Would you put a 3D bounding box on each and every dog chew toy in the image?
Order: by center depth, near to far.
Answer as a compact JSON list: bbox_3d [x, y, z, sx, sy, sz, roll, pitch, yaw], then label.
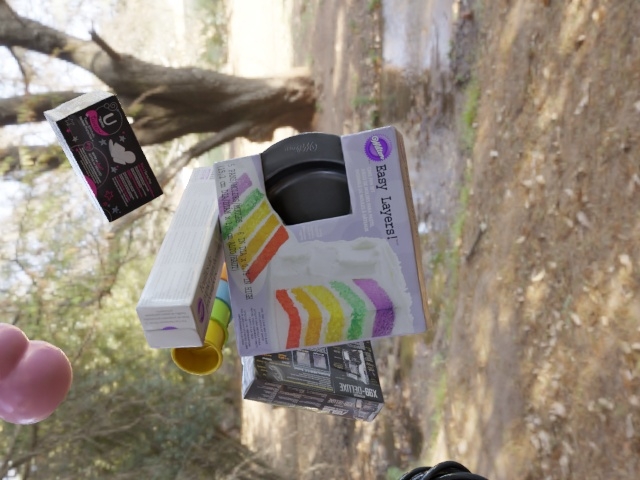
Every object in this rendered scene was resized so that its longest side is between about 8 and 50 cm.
[{"bbox_3d":[-0.772,0.295,1.587,0.332,0.206,0.207,43,-171,-21],"label":"dog chew toy"}]

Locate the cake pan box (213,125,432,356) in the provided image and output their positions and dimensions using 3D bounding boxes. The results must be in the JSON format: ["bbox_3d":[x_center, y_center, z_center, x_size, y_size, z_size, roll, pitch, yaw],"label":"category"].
[{"bbox_3d":[0.000,0.000,0.831,0.070,0.245,0.267,16,-114,-77],"label":"cake pan box"}]

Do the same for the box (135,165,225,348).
[{"bbox_3d":[-0.159,0.005,0.845,0.324,0.067,0.063,-88,-8,-56],"label":"box"}]

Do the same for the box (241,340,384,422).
[{"bbox_3d":[-0.023,0.266,1.476,0.243,0.307,0.077,-101,32,-50],"label":"box"}]

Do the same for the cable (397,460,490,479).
[{"bbox_3d":[0.105,0.292,0.602,0.151,0.184,0.047,58,172,36],"label":"cable"}]

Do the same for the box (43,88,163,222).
[{"bbox_3d":[-0.479,-0.193,1.460,0.163,0.142,0.247,29,144,55],"label":"box"}]

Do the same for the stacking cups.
[{"bbox_3d":[-0.208,0.116,1.296,0.316,0.095,0.096,-82,-5,-54],"label":"stacking cups"}]
